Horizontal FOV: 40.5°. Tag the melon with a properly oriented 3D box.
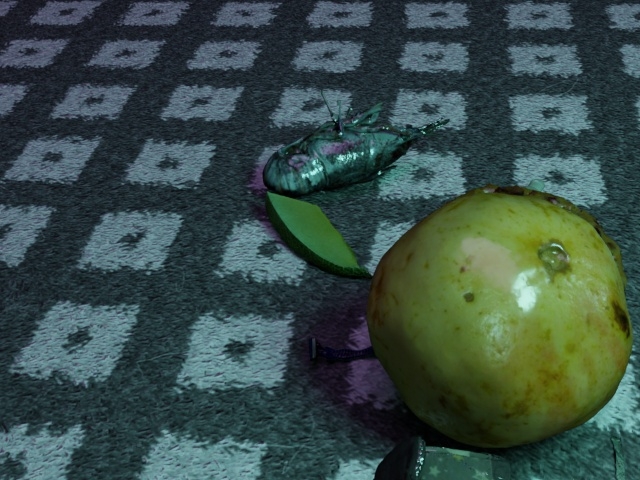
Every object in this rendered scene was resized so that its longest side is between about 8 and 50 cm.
[{"bbox_3d":[0.001,0.000,1.476,0.114,0.053,0.262,-9,38,-37],"label":"melon"}]

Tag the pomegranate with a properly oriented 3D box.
[{"bbox_3d":[0.228,0.103,1.115,0.342,0.342,0.342,-2,37,2],"label":"pomegranate"}]

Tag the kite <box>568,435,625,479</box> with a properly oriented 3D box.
[{"bbox_3d":[0.369,0.301,1.065,0.139,0.011,0.156,5,39,8],"label":"kite"}]

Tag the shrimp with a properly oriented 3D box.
[{"bbox_3d":[0.060,-0.191,1.603,0.372,0.172,0.137,-28,38,-18],"label":"shrimp"}]

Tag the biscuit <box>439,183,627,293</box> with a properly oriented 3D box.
[{"bbox_3d":[0.310,0.019,1.355,0.289,0.081,0.334,-25,45,-16],"label":"biscuit"}]

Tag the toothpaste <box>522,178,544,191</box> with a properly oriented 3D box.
[{"bbox_3d":[0.328,-0.029,1.479,0.067,0.037,0.255,20,48,25],"label":"toothpaste"}]

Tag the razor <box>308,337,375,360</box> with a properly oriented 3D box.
[{"bbox_3d":[0.061,0.157,1.262,0.155,0.028,0.044,-6,38,-1],"label":"razor"}]

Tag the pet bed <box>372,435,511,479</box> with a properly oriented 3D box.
[{"bbox_3d":[0.104,0.331,0.912,0.159,0.183,0.211,10,41,7],"label":"pet bed"}]
